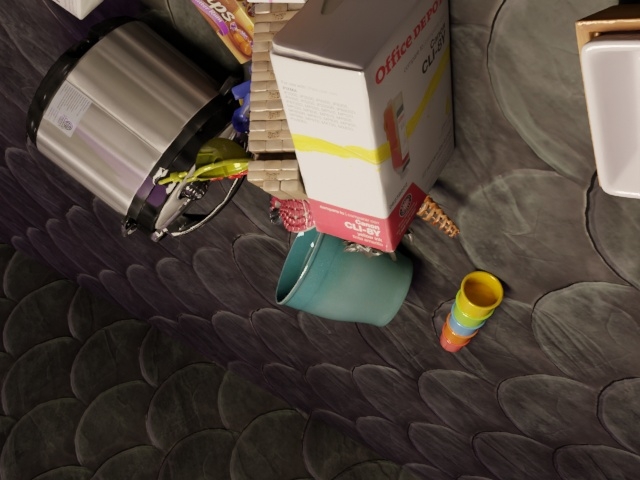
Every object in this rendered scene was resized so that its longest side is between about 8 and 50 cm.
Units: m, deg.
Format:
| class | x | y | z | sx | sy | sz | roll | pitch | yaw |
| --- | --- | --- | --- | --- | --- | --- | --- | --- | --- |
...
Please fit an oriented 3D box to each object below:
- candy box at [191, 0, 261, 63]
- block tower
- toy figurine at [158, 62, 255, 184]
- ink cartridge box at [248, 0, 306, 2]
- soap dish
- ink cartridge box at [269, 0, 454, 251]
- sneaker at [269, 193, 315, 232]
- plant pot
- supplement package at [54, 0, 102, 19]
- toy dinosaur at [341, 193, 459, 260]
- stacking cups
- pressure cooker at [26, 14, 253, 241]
| class | x | y | z | sx | sy | sz | roll | pitch | yaw |
| --- | --- | --- | --- | --- | --- | --- | --- | --- | --- |
| candy box | -0.165 | -0.434 | 1.299 | 0.109 | 0.053 | 0.186 | -5 | 133 | 50 |
| block tower | -0.063 | -0.243 | 1.179 | 0.091 | 0.335 | 0.097 | 0 | 173 | 14 |
| toy figurine | -0.144 | -0.231 | 1.325 | 0.191 | 0.362 | 0.217 | -3 | 95 | 37 |
| ink cartridge box | -0.072 | -0.453 | 1.129 | 0.143 | 0.090 | 0.092 | 16 | 145 | 34 |
| soap dish | 0.480 | -0.183 | 0.917 | 0.229 | 0.118 | 0.291 | 10 | 142 | 38 |
| ink cartridge box | 0.089 | -0.215 | 1.116 | 0.160 | 0.279 | 0.384 | 19 | 147 | 26 |
| sneaker | -0.032 | -0.086 | 1.474 | 0.299 | 0.112 | 0.121 | -157 | 64 | -73 |
| plant pot | 0.067 | 0.072 | 1.618 | 0.255 | 0.271 | 0.271 | 24 | 153 | -11 |
| supplement package | -0.499 | -0.584 | 1.327 | 0.203 | 0.149 | 0.194 | 35 | 152 | -1 |
| toy dinosaur | 0.127 | -0.083 | 1.414 | 0.322 | 0.164 | 0.218 | 49 | 146 | 42 |
| stacking cups | 0.344 | 0.190 | 1.641 | 0.096 | 0.096 | 0.316 | 28 | 150 | 13 |
| pressure cooker | -0.360 | -0.219 | 1.494 | 0.420 | 0.375 | 0.370 | 38 | 148 | -3 |
